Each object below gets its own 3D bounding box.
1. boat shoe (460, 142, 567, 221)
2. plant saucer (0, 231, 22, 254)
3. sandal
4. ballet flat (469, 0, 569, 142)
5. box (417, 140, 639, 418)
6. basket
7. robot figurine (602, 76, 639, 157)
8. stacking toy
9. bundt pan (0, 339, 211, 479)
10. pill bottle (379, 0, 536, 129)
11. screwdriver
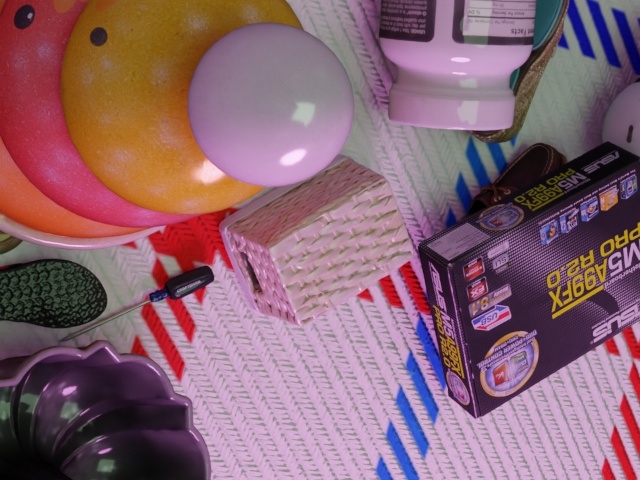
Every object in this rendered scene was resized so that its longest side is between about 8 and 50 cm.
[{"bbox_3d":[0.200,-0.026,1.623,0.073,0.073,0.207,36,82,-33],"label":"boat shoe"},{"bbox_3d":[-0.308,-0.025,1.371,0.083,0.015,0.083,-7,104,-28],"label":"plant saucer"},{"bbox_3d":[-0.295,0.051,1.387,0.179,0.040,0.067,-2,96,-14],"label":"sandal"},{"bbox_3d":[0.224,-0.201,1.614,0.206,0.073,0.067,-62,148,-1],"label":"ballet flat"},{"bbox_3d":[0.247,0.043,1.603,0.270,0.060,0.216,-27,125,-20],"label":"box"},{"bbox_3d":[0.000,0.000,1.498,0.167,0.103,0.113,-32,115,-21],"label":"basket"},{"bbox_3d":[0.459,-0.145,1.683,0.278,0.173,0.209,-32,82,-20],"label":"robot figurine"},{"bbox_3d":[-0.114,-0.135,1.183,0.351,0.480,0.350,-6,102,-31],"label":"stacking toy"},{"bbox_3d":[-0.260,0.253,1.359,0.331,0.124,0.330,-2,92,-46],"label":"bundt pan"},{"bbox_3d":[0.142,-0.259,1.491,0.162,0.162,0.278,-3,103,-29],"label":"pill bottle"},{"bbox_3d":[-0.184,0.063,1.457,0.170,0.024,0.025,-22,140,-22],"label":"screwdriver"}]
